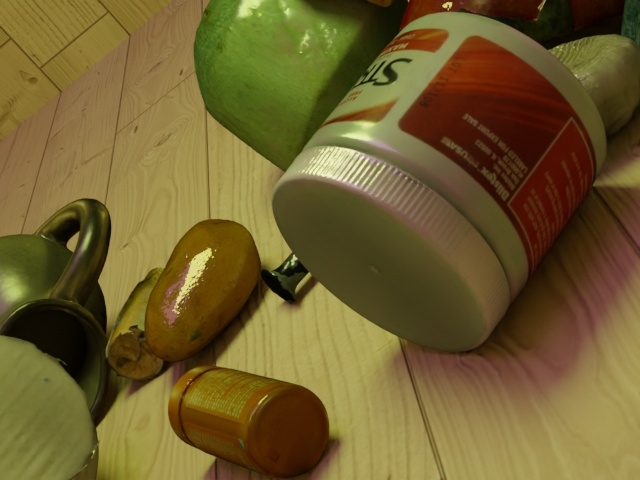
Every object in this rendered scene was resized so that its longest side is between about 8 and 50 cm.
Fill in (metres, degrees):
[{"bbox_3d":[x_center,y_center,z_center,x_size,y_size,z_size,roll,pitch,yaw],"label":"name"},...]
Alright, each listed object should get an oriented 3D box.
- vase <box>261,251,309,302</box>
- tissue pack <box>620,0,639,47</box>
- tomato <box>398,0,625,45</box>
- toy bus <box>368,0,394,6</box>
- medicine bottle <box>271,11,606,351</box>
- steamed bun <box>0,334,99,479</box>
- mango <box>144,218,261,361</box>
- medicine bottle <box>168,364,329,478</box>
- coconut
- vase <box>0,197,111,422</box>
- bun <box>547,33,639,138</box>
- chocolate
[{"bbox_3d":[0.000,0.000,1.599,0.167,0.059,0.059,-48,23,-14],"label":"vase"},{"bbox_3d":[0.389,-0.315,1.326,0.081,0.257,0.185,0,20,-11],"label":"tissue pack"},{"bbox_3d":[0.217,-0.309,1.557,0.309,0.170,0.309,-13,10,2],"label":"tomato"},{"bbox_3d":[0.108,-0.407,1.646,0.331,0.151,0.145,-32,-28,-27],"label":"toy bus"},{"bbox_3d":[0.118,-0.058,1.263,0.252,0.252,0.241,-4,44,56],"label":"medicine bottle"},{"bbox_3d":[-0.421,0.277,1.501,0.309,0.309,0.309,-34,24,17],"label":"steamed bun"},{"bbox_3d":[-0.154,0.062,1.666,0.147,0.109,0.227,-13,38,33],"label":"mango"},{"bbox_3d":[-0.077,0.185,1.339,0.096,0.096,0.192,-50,23,-20],"label":"medicine bottle"},{"bbox_3d":[-0.008,-0.240,1.782,0.328,0.328,0.281,-37,-7,12],"label":"coconut"},{"bbox_3d":[-0.381,0.091,1.778,0.329,0.241,0.302,-62,28,5],"label":"vase"},{"bbox_3d":[0.267,-0.150,1.385,0.183,0.102,0.183,-18,16,5],"label":"bun"},{"bbox_3d":[-0.236,0.105,1.775,0.085,0.085,0.219,-34,19,18],"label":"chocolate"}]
